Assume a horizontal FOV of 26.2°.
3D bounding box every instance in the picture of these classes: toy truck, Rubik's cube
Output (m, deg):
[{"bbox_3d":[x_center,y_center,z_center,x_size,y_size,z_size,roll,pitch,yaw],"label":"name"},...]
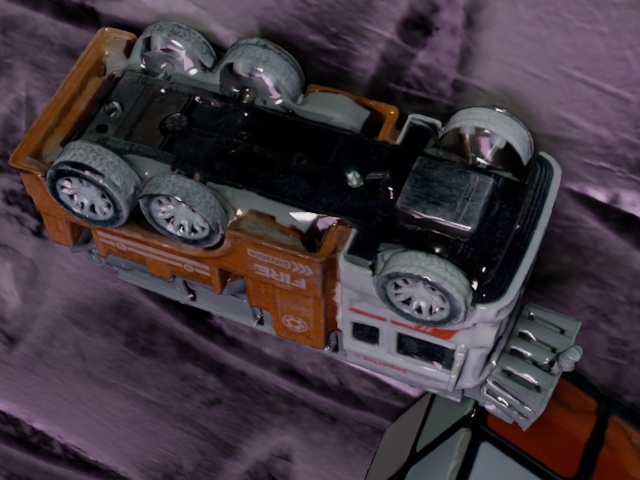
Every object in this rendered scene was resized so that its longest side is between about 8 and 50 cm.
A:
[{"bbox_3d":[0.000,0.000,0.833,0.338,0.133,0.184,18,146,14],"label":"toy truck"},{"bbox_3d":[0.128,0.199,0.921,0.183,0.180,0.167,31,138,-8],"label":"Rubik's cube"}]
